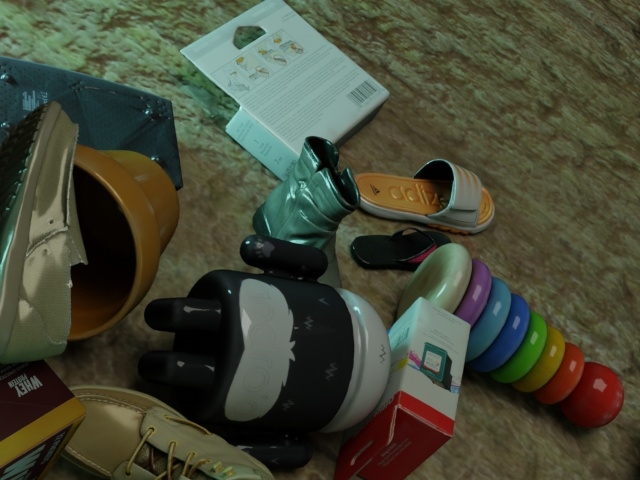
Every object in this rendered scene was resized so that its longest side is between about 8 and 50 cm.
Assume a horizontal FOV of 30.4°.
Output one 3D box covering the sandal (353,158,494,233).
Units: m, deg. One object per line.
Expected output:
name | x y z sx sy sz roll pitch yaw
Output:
sandal | 0.167 -0.073 1.724 0.265 0.076 0.102 3 51 -35

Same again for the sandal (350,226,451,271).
sandal | 0.123 0.010 1.640 0.179 0.040 0.067 -2 54 -38

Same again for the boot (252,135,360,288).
boot | 0.000 0.000 1.464 0.083 0.161 0.246 -1 53 -37

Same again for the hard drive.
hard drive | -0.301 -0.135 1.453 0.254 0.054 0.172 11 47 -29

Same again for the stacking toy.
stacking toy | 0.269 0.141 1.562 0.330 0.141 0.141 31 40 -14

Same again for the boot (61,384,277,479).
boot | -0.137 0.224 1.122 0.262 0.203 0.095 30 84 -15

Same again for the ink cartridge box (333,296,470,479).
ink cartridge box | 0.096 0.194 1.372 0.078 0.134 0.231 30 41 -10

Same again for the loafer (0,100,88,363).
loafer | -0.267 -0.004 1.106 0.092 0.102 0.269 25 60 -36

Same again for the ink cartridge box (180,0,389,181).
ink cartridge box | -0.055 -0.225 1.720 0.239 0.060 0.275 41 40 5

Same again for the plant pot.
plant pot | -0.250 -0.018 1.287 0.205 0.205 0.188 40 24 2

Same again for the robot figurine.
robot figurine | -0.057 0.124 1.300 0.278 0.209 0.173 9 31 -29

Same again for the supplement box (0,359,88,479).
supplement box | -0.359 0.161 1.069 0.194 0.129 0.191 46 40 11
